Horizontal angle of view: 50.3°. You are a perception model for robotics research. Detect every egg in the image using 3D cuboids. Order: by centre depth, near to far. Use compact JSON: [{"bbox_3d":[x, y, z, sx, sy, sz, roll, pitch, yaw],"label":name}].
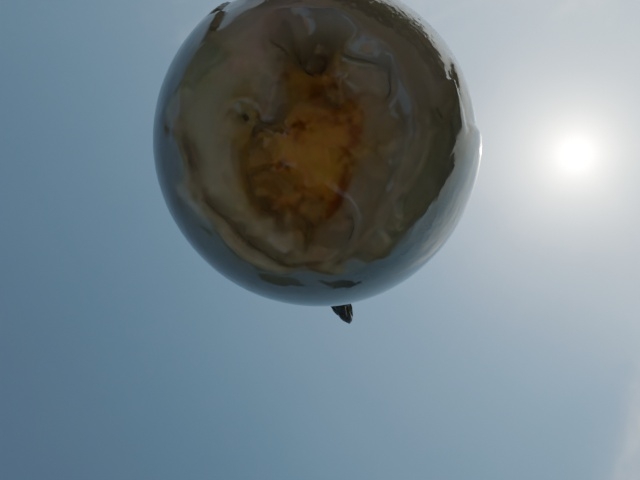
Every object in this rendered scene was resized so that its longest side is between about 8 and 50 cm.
[{"bbox_3d":[0.000,-0.055,0.408,0.183,0.217,0.183,0,-82,1],"label":"egg"}]

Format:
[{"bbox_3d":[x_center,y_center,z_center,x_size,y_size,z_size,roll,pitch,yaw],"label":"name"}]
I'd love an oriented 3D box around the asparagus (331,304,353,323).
[{"bbox_3d":[0.001,0.000,0.619,0.027,0.236,0.034,-39,-129,-20],"label":"asparagus"}]
